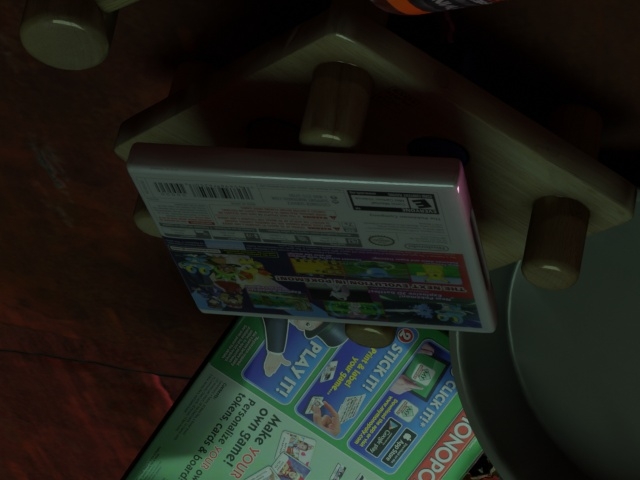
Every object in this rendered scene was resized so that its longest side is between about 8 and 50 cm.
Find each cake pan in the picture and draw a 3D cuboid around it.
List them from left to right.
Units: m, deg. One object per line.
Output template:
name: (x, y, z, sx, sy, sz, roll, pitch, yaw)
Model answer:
cake pan: (0.224, 0.091, 1.377, 0.293, 0.054, 0.293, 17, 120, 33)

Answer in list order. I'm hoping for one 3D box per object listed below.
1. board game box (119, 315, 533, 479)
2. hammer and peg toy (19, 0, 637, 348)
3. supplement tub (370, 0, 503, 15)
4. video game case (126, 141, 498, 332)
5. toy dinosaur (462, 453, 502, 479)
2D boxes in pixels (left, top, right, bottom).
board game box: (-0.011, 0.166, 1.550, 0.213, 0.046, 0.317, 34, 111, -5)
hammer and peg toy: (-0.006, -0.068, 1.263, 0.361, 0.127, 0.266, 29, 149, -29)
supplement tub: (0.080, -0.174, 1.041, 0.198, 0.106, 0.106, -6, 148, 33)
video game case: (0.000, 0.000, 1.229, 0.201, 0.023, 0.183, 3, 150, 15)
toy dinosaur: (0.034, 0.177, 1.720, 0.322, 0.164, 0.218, -24, 156, 21)
